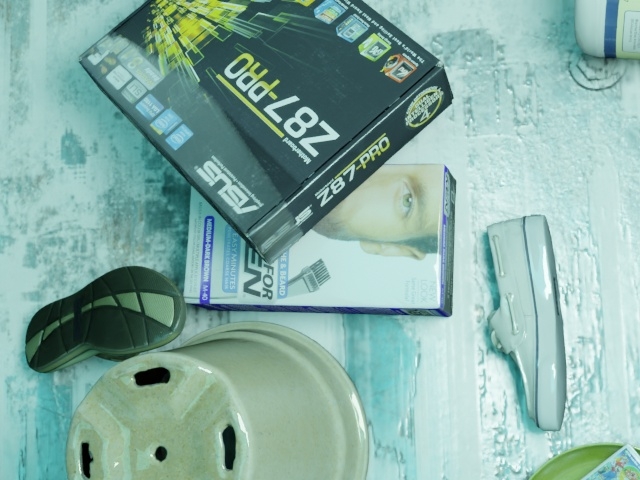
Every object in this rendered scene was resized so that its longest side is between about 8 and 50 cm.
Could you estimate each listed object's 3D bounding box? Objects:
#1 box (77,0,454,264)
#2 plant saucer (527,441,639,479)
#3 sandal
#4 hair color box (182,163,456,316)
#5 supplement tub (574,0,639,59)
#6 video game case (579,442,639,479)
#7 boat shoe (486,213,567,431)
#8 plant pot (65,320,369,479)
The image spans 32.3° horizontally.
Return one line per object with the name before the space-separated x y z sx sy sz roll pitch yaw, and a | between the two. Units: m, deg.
box | -0.077 -0.206 1.423 0.318 0.097 0.395 -42 61 -5
plant saucer | 0.345 0.361 1.311 0.241 0.037 0.240 -2 81 16
sandal | -0.283 0.113 1.491 0.303 0.086 0.120 -16 61 39
hair color box | 0.000 0.000 1.431 0.339 0.110 0.185 0 81 14
supplement tub | 0.471 -0.319 1.276 0.325 0.235 0.235 8 84 17
video game case | 0.341 0.309 1.295 0.122 0.011 0.087 -40 72 7
boat shoe | 0.247 0.100 1.351 0.088 0.096 0.267 -8 78 19
plant pot | -0.139 0.250 1.327 0.334 0.305 0.333 -3 81 16
